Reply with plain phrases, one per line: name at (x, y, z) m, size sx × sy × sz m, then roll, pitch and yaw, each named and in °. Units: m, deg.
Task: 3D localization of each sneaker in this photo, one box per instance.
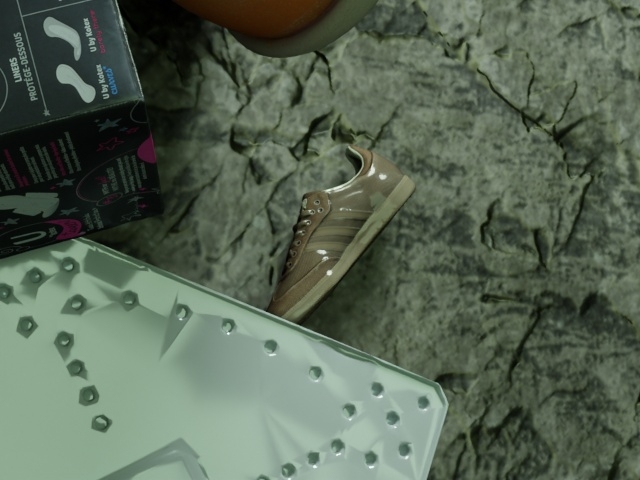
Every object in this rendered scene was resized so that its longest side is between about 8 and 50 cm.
sneaker at (0.000, 0.000, 1.331) m, size 0.071 × 0.066 × 0.188 m, roll 40°, pitch 65°, yaw 3°

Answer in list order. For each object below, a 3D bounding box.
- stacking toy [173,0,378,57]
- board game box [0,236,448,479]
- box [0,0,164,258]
stacking toy at (-0.180, -0.321, 1.086) m, size 0.480 × 0.350 × 0.350 m, roll 3°, pitch 83°, yaw -31°
board game box at (-0.132, 0.228, 1.205) m, size 0.390 × 0.050 × 0.390 m, roll 23°, pitch 72°, yaw -14°
box at (-0.199, -0.106, 1.073) m, size 0.142 × 0.247 × 0.163 m, roll -16°, pitch 76°, yaw -7°
